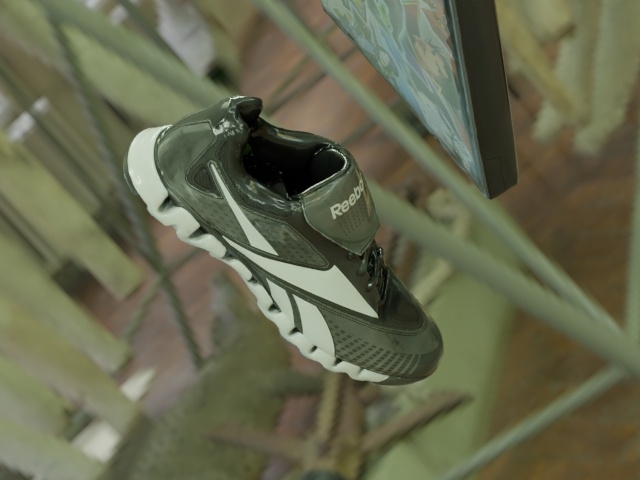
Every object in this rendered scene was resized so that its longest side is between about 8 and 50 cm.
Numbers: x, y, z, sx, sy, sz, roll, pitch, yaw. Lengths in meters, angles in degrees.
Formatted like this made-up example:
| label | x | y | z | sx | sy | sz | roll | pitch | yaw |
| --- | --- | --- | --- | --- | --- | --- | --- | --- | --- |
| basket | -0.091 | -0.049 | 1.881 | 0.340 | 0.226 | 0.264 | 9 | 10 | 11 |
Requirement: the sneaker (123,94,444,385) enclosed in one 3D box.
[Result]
| label | x | y | z | sx | sy | sz | roll | pitch | yaw |
| --- | --- | --- | --- | --- | --- | --- | --- | --- | --- |
| sneaker | 0.000 | 0.000 | 1.121 | 0.106 | 0.234 | 0.078 | -33 | 24 | 41 |

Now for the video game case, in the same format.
| label | x | y | z | sx | sy | sz | roll | pitch | yaw |
| --- | --- | --- | --- | --- | --- | --- | --- | --- | --- |
| video game case | 0.051 | -0.194 | 1.372 | 0.035 | 0.275 | 0.248 | -30 | 54 | -11 |
